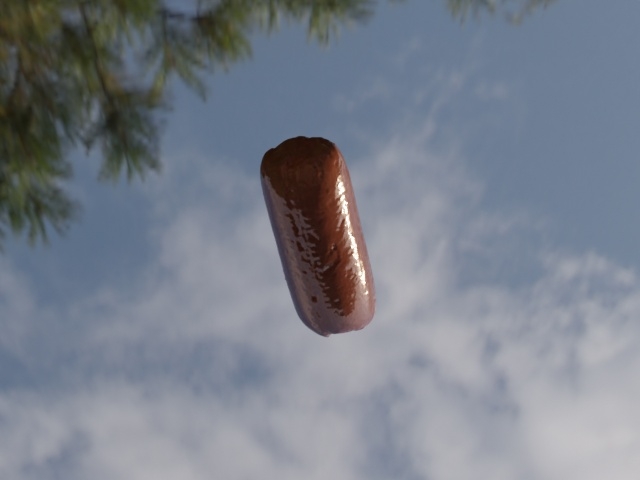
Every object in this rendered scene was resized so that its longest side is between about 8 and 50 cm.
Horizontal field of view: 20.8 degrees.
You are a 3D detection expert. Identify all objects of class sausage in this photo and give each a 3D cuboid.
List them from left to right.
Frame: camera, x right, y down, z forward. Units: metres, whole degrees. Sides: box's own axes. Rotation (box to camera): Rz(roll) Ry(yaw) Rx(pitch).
[{"bbox_3d":[0.000,0.000,1.225,0.062,0.154,0.062,-10,-148,7],"label":"sausage"}]
